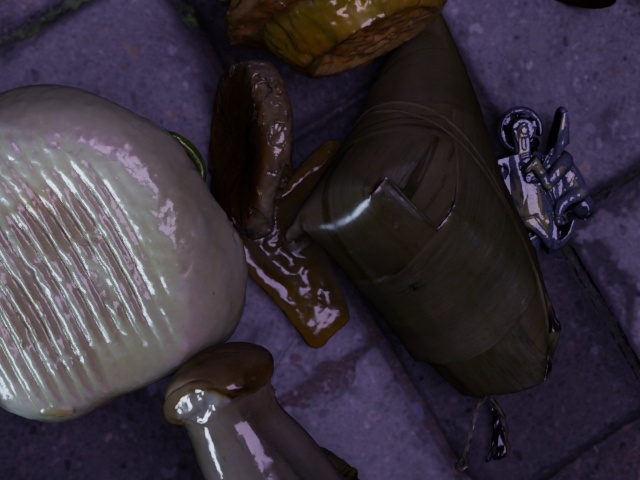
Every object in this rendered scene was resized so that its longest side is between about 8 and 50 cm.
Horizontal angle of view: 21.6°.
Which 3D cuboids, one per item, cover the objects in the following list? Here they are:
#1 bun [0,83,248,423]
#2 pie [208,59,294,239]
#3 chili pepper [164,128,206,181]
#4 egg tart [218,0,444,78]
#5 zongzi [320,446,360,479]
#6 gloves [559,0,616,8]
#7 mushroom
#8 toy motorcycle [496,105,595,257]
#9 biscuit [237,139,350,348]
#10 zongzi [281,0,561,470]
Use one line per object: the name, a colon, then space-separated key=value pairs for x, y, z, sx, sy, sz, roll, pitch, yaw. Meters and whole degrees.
bun: x=-0.247 y=0.010 z=1.725 sx=0.361 sy=0.213 sz=0.361 roll=2 pitch=108 yaw=7
pie: x=-0.073 y=-0.094 z=1.772 sx=0.046 sy=0.195 sz=0.195 roll=-2 pitch=90 yaw=-23
chili pepper: x=-0.148 y=-0.093 z=1.850 sx=0.030 sy=0.017 sz=0.083 roll=-40 pitch=98 yaw=10
egg tart: x=0.036 y=-0.258 z=1.765 sx=0.288 sy=0.288 sz=0.118 roll=-26 pitch=81 yaw=-13
zongzi: x=-0.026 y=0.409 z=1.841 sx=0.274 sy=0.145 sz=0.300 roll=-41 pitch=126 yaw=-26
gloves: x=0.341 y=-0.424 z=1.947 sx=0.133 sy=0.116 sz=0.294 roll=37 pitch=70 yaw=-38
mushroom: x=-0.021 y=0.283 z=1.667 sx=0.154 sy=0.137 sz=0.407 roll=-28 pitch=107 yaw=-17
toy motorcycle: x=0.257 y=-0.058 z=1.926 sx=0.124 sy=0.061 sz=0.193 roll=3 pitch=94 yaw=-8
biscuit: x=0.000 y=0.000 z=1.874 sx=0.183 sy=0.039 sz=0.174 roll=-45 pitch=98 yaw=-10
zongzi: x=0.177 y=-0.011 z=1.882 sx=0.447 sy=0.181 sz=0.418 roll=51 pitch=42 yaw=-31
